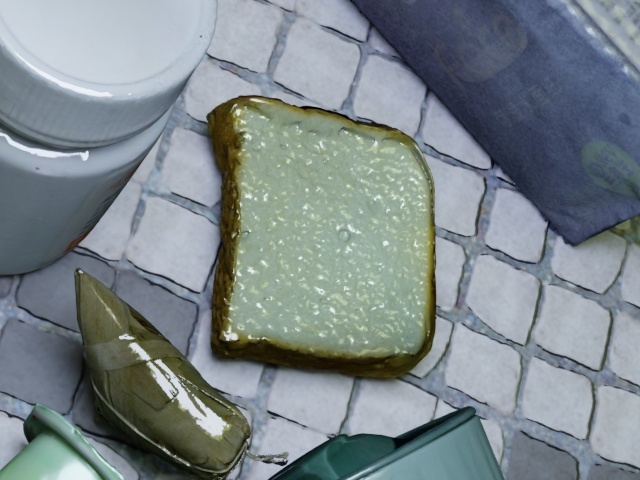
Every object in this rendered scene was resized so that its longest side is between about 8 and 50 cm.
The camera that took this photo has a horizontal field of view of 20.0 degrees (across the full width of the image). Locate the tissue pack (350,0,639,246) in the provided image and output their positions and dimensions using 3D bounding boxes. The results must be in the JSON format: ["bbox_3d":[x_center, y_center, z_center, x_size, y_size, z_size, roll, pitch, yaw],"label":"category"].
[{"bbox_3d":[0.212,-0.199,1.767,0.394,0.288,0.124,48,64,-4],"label":"tissue pack"}]

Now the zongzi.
[{"bbox_3d":[-0.128,0.117,1.534,0.189,0.178,0.081,27,56,33],"label":"zongzi"}]

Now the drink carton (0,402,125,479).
[{"bbox_3d":[-0.240,0.237,1.501,0.142,0.146,0.144,-41,88,-22],"label":"drink carton"}]

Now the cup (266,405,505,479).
[{"bbox_3d":[0.026,0.374,1.500,0.310,0.401,0.392,-16,79,-62],"label":"cup"}]

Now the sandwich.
[{"bbox_3d":[0.000,0.000,1.726,0.226,0.087,0.251,7,69,-19],"label":"sandwich"}]

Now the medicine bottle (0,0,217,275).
[{"bbox_3d":[-0.234,-0.126,1.513,0.211,0.371,0.211,9,65,-20],"label":"medicine bottle"}]
